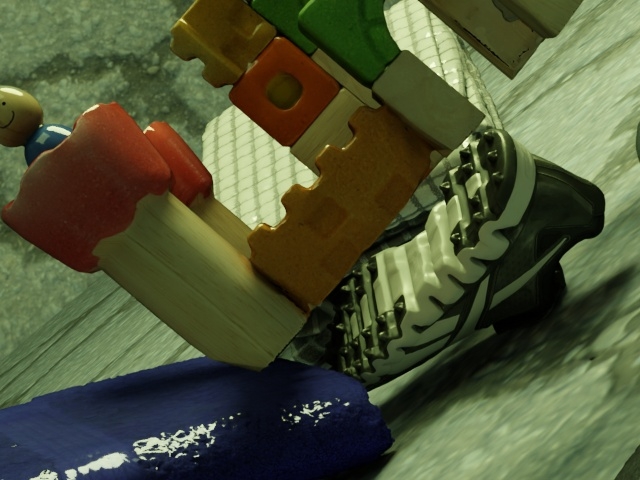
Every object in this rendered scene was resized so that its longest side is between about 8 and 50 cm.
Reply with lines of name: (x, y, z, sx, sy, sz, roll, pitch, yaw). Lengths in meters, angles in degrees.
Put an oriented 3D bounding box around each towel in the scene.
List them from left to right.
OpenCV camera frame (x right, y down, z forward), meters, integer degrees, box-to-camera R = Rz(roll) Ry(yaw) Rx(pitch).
towel: (-0.137, 0.141, 1.049, 0.308, 0.076, 0.228, -14, 10, -24)
towel: (0.034, -0.053, 1.409, 0.235, 0.121, 0.283, -29, 31, 12)

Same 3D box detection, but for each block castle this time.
block castle: (0.025, -0.152, 1.011, 0.453, 0.213, 0.303, -49, -1, 2)

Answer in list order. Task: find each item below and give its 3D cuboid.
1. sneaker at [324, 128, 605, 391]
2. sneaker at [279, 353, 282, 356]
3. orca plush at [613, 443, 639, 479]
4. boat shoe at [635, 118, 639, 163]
sneaker: (0.089, 0.029, 1.063, 0.234, 0.106, 0.078, -51, 34, 42)
sneaker: (-0.081, 0.147, 1.232, 0.089, 0.051, 0.170, -38, 3, 36)
orca plush: (0.181, 0.069, 0.531, 0.151, 0.102, 0.287, 32, 77, 34)
boat shoe: (0.262, -0.065, 0.703, 0.105, 0.113, 0.306, -36, 8, -34)
